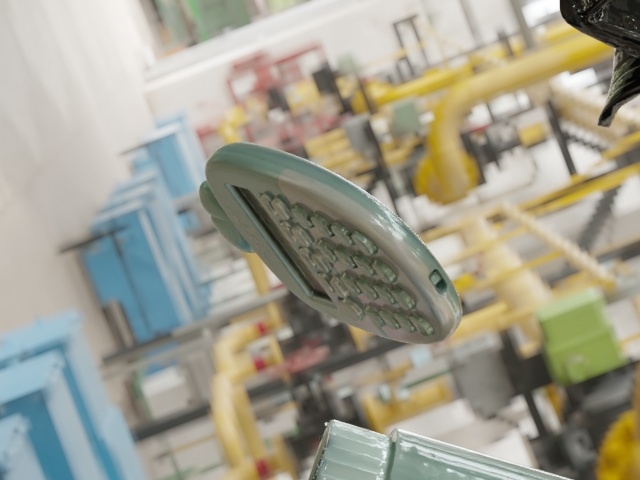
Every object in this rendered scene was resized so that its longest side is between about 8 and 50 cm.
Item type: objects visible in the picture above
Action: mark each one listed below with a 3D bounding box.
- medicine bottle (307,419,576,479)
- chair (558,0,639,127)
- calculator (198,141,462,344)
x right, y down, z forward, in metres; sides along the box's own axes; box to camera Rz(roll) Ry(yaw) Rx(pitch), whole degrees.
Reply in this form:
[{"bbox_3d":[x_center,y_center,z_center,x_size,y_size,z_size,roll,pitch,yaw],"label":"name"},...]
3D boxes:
[{"bbox_3d":[0.136,0.255,1.541,0.158,0.318,0.158,-163,-90,-89],"label":"medicine bottle"},{"bbox_3d":[0.224,-0.182,1.317,0.221,0.145,0.140,-29,-132,56],"label":"chair"},{"bbox_3d":[0.000,0.000,1.442,0.295,0.042,0.184,19,-29,53],"label":"calculator"}]
